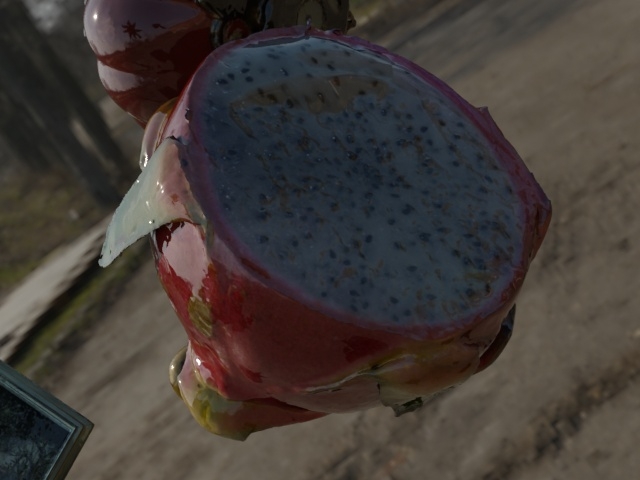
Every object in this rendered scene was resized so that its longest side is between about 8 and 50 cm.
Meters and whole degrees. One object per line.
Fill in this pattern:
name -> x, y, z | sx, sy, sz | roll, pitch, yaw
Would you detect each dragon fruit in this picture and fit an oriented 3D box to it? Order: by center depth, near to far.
dragon fruit -> 0.000, 0.000, 1.026 | 0.290, 0.290, 0.189 | -45, -6, -41

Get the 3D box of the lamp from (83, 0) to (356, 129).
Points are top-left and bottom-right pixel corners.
lamp -> -0.086, -0.183, 1.168 | 0.227, 0.227, 0.227 | -34, 10, 7

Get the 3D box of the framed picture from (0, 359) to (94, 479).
framed picture -> -0.269, 0.150, 1.093 | 0.142, 0.183, 0.011 | -60, -22, 0

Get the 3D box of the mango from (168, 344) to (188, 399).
mango -> -0.102, 0.156, 1.859 | 0.178, 0.115, 0.090 | -33, 12, -31
